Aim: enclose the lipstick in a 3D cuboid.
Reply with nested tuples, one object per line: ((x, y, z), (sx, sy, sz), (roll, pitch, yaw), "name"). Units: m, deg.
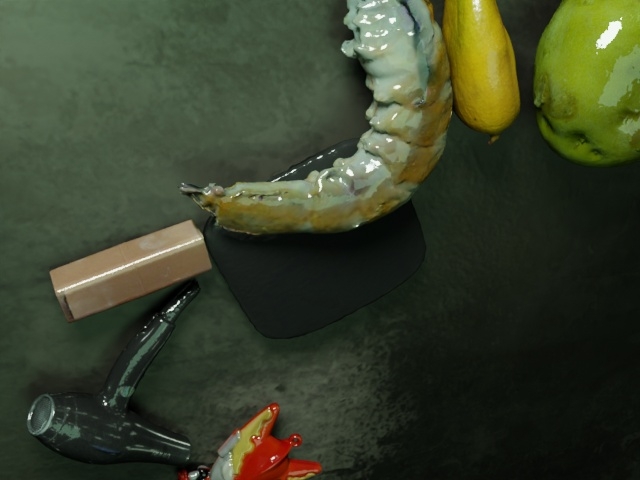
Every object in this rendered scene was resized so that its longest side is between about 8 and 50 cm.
((-0.181, 0.028, 0.871), (0.145, 0.045, 0.045), (-21, 125, -14), "lipstick")

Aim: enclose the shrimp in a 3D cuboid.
((0.025, -0.098, 0.855), (0.287, 0.068, 0.185), (-44, 117, 6), "shrimp")

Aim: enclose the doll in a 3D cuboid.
((-0.095, 0.266, 1.055), (0.169, 0.057, 0.109), (-28, 112, 11), "doll")

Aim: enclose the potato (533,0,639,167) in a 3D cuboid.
((0.314, -0.187, 0.893), (0.186, 0.148, 0.253), (26, 98, -3), "potato")

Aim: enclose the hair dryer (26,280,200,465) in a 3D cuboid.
((-0.174, 0.140, 0.942), (0.195, 0.075, 0.219), (28, 98, -45), "hair dryer")

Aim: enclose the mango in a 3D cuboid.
((0.149, -0.180, 0.862), (0.066, 0.101, 0.188), (-12, 115, 1), "mango")

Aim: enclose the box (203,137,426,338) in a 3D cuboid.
((0.000, 0.000, 0.940), (0.212, 0.042, 0.201), (-30, 127, -7), "box")
